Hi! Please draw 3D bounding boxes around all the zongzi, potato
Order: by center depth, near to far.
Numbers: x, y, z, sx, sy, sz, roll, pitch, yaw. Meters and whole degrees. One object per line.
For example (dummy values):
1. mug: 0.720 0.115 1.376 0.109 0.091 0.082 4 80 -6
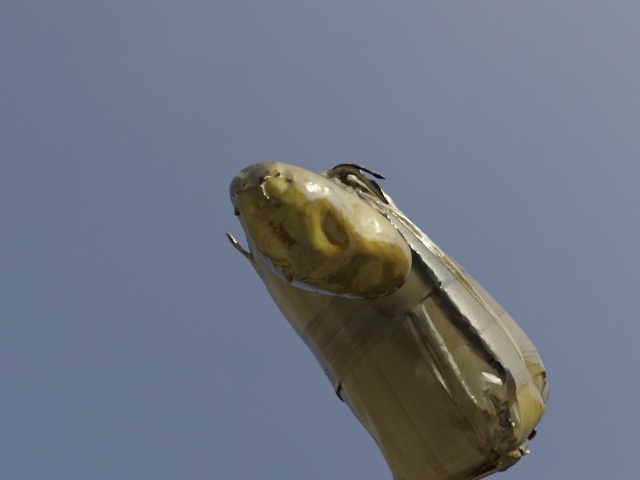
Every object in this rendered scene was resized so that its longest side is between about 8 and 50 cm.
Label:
1. potato: 0.000 0.000 0.525 0.045 0.047 0.092 -4 -26 46
2. zongzi: 0.059 0.043 0.768 0.099 0.197 0.194 -38 -99 22
